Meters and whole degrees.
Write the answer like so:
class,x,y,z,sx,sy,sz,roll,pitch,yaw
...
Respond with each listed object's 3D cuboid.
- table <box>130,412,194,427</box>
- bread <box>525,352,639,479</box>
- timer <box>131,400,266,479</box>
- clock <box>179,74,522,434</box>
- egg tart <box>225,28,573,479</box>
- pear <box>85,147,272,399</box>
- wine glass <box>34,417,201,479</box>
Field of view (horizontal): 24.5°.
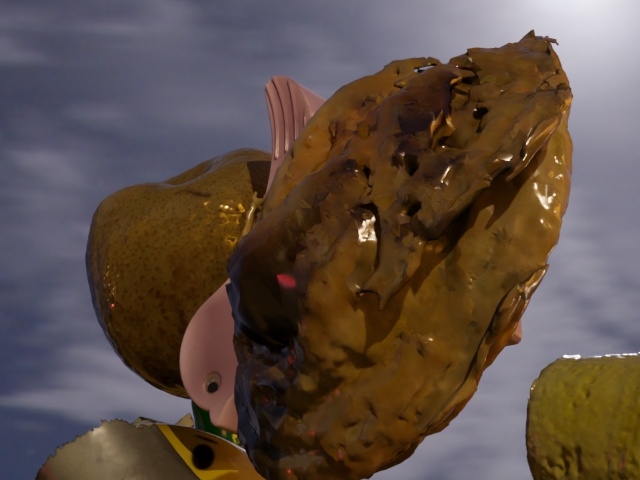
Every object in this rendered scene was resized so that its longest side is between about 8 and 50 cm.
class,x,y,z,sx,sy,sz,roll,pitch,yaw
table,-0.162,0.246,1.690,0.146,0.175,0.062,5,-56,42
bread,0.196,0.130,0.933,0.114,0.129,0.111,0,0,41
timer,-0.115,0.251,1.284,0.285,0.285,0.285,-1,-30,-1
clock,0.000,0.000,1.178,0.275,0.290,0.080,-31,-36,25
egg tart,0.025,-0.007,0.821,0.132,0.297,0.297,32,-42,-22
pear,-0.093,0.034,1.334,0.228,0.211,0.188,-19,7,-8
wine glass,-0.071,0.203,0.818,0.103,0.222,0.103,-32,-22,-14
